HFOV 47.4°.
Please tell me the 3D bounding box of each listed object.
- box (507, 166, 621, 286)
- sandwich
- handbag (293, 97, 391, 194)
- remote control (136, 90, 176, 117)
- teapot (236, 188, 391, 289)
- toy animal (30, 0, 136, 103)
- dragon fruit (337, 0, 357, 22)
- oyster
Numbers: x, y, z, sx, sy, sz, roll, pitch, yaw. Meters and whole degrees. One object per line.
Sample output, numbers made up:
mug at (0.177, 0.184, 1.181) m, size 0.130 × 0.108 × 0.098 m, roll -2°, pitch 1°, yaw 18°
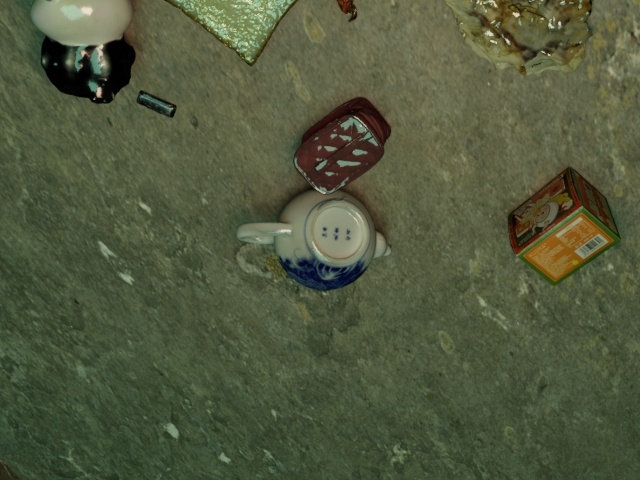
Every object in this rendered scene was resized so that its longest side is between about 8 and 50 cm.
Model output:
box at (0.566, -0.035, 1.715) m, size 0.148 × 0.177 × 0.195 m, roll 35°, pitch 124°, yaw -18°
sandwich at (-0.182, -0.541, 1.510) m, size 0.273 × 0.095 × 0.249 m, roll 34°, pitch 124°, yaw -17°
handbag at (0.049, -0.218, 1.689) m, size 0.225 × 0.135 × 0.146 m, roll -31°, pitch 112°, yaw 29°
remote control at (-0.396, -0.326, 1.753) m, size 0.096 × 0.014 × 0.039 m, roll 24°, pitch 127°, yaw -8°
teapot at (0.000, 0.000, 1.812) m, size 0.423 × 0.252 × 0.280 m, roll 6°, pitch 170°, yaw -17°
toy animal at (-0.508, -0.455, 1.567) m, size 0.212 × 0.213 × 0.267 m, roll 9°, pitch 123°, yaw 3°
dragon fruit at (0.043, -0.531, 1.489) m, size 0.094 × 0.094 × 0.190 m, roll -13°, pitch 128°, yaw 18°
oyster at (0.398, -0.442, 1.487) m, size 0.354 × 0.107 × 0.201 m, roll 17°, pitch 123°, yaw -4°
